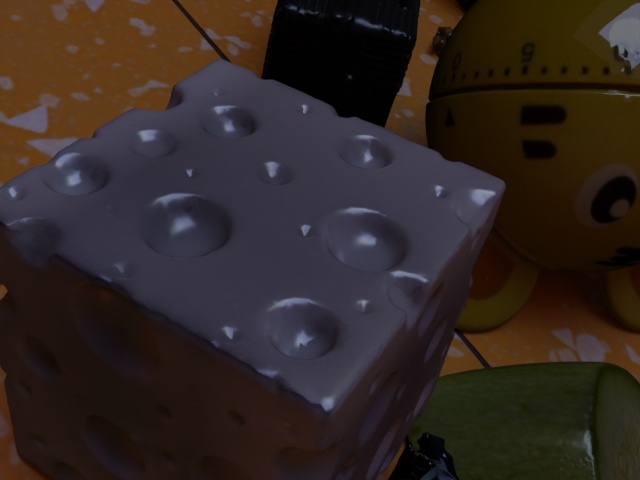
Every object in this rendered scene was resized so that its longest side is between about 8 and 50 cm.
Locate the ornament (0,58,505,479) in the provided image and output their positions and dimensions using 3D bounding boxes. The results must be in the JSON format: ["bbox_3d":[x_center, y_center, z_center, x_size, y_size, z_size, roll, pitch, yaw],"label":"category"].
[{"bbox_3d":[-0.050,0.058,0.541,0.239,0.240,0.240,26,42,18],"label":"ornament"}]

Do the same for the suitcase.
[{"bbox_3d":[0.019,-0.238,0.888,0.152,0.230,0.335,14,46,-1],"label":"suitcase"}]

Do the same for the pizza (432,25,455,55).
[{"bbox_3d":[0.256,-0.238,1.116,0.188,0.062,0.199,10,47,-13],"label":"pizza"}]

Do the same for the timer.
[{"bbox_3d":[0.282,-0.090,0.828,0.375,0.376,0.387,4,91,-21],"label":"timer"}]

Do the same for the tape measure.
[{"bbox_3d":[0.075,0.211,0.599,0.054,0.091,0.094,21,26,-14],"label":"tape measure"}]

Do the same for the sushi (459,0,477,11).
[{"bbox_3d":[0.342,-0.448,1.237,0.225,0.219,0.238,40,45,19],"label":"sushi"}]

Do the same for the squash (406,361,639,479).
[{"bbox_3d":[0.202,0.192,0.723,0.204,0.154,0.237,55,36,-24],"label":"squash"}]
